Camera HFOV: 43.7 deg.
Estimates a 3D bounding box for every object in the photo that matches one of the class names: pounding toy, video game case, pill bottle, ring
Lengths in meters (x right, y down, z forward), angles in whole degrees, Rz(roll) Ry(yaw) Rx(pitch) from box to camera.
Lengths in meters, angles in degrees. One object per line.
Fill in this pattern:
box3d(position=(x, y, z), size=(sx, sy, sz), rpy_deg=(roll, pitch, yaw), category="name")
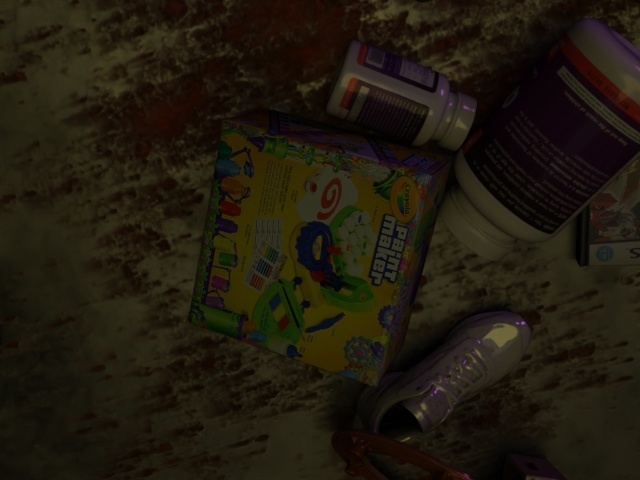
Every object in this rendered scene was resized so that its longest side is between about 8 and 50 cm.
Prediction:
box3d(position=(0.322, 0.424, 1.303), size=(0.100, 0.141, 0.130), rpy_deg=(10, 93, -4), category="pounding toy")
box3d(position=(0.506, -0.094, 1.160), size=(0.248, 0.035, 0.274), rpy_deg=(-1, 110, 8), category="video game case")
box3d(position=(0.112, -0.194, 1.107), size=(0.194, 0.108, 0.108), rpy_deg=(20, 106, -7), category="pill bottle")
box3d(position=(0.161, 0.384, 1.199), size=(0.337, 0.336, 0.032), rpy_deg=(38, 65, -11), category="ring")
box3d(position=(0.308, -0.124, 1.074), size=(0.181, 0.181, 0.323), rpy_deg=(35, 118, -11), category="pill bottle")

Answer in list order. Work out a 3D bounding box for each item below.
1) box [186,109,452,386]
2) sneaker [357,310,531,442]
box3d(position=(0.000, 0.000, 1.092), size=(0.279, 0.177, 0.289), rpy_deg=(18, 108, 14), category="box")
box3d(position=(0.196, 0.225, 1.216), size=(0.305, 0.152, 0.114), rpy_deg=(-36, 99, 9), category="sneaker")
